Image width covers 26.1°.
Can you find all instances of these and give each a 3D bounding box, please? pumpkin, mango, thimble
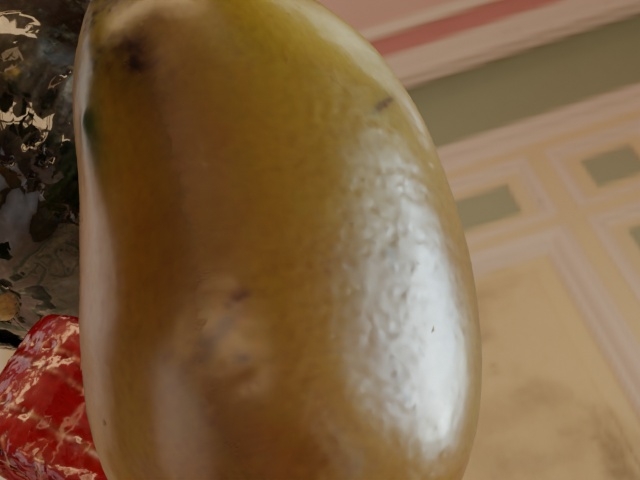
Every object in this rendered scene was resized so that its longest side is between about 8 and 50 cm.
[{"bbox_3d":[-0.296,-0.064,1.452,0.454,0.454,0.344,-7,-130,16],"label":"pumpkin"},{"bbox_3d":[-0.025,0.017,0.672,0.211,0.317,0.173,-16,-173,-39],"label":"mango"},{"bbox_3d":[-0.162,0.147,1.036,0.190,0.163,0.125,24,-112,19],"label":"thimble"}]
